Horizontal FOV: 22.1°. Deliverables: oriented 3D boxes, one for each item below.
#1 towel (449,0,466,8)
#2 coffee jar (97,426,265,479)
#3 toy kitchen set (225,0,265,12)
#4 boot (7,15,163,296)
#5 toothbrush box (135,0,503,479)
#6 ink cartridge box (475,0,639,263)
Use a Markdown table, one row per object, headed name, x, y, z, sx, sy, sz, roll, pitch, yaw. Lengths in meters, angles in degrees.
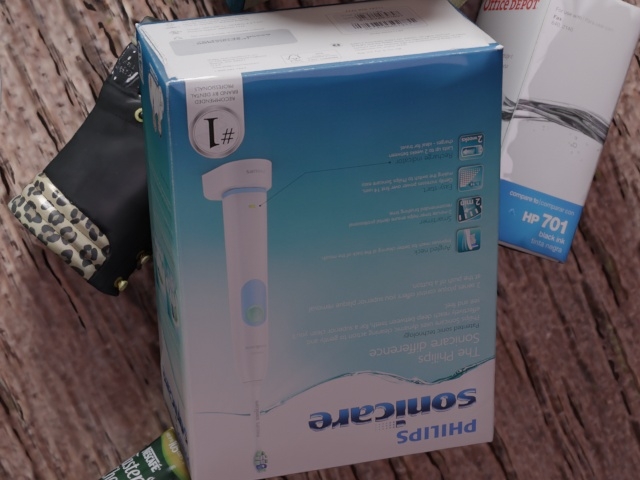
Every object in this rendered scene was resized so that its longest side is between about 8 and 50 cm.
| name | x | y | z | sx | sy | sz | roll | pitch | yaw |
| --- | --- | --- | --- | --- | --- | --- | --- | --- | --- |
| towel | 0.073 | -0.244 | 1.222 | 0.148 | 0.027 | 0.110 | 40 | 85 | -16 |
| coffee jar | -0.130 | 0.202 | 1.187 | 0.184 | 0.096 | 0.079 | -34 | 107 | -9 |
| toy kitchen set | -0.136 | -0.250 | 1.140 | 0.166 | 0.122 | 0.207 | -25 | 82 | -10 |
| boot | -0.087 | -0.025 | 1.183 | 0.236 | 0.085 | 0.178 | 39 | 93 | -20 |
| toothbrush box | 0.000 | 0.000 | 1.100 | 0.216 | 0.126 | 0.295 | -8 | 116 | -12 |
| ink cartridge box | 0.149 | -0.090 | 1.202 | 0.082 | 0.139 | 0.190 | 19 | 92 | -16 |
